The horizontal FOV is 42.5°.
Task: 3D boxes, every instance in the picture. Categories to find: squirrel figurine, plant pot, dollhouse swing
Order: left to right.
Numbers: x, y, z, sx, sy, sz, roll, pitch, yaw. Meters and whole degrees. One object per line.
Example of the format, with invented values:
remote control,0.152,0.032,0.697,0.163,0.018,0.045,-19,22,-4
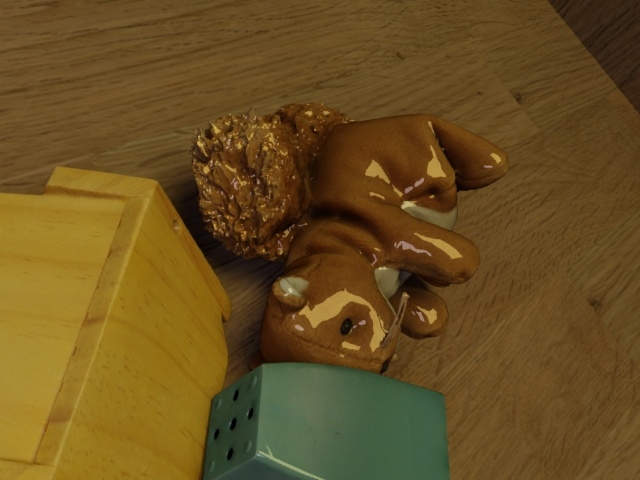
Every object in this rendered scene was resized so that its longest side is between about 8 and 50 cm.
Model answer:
dollhouse swing,-0.306,0.135,0.834,0.315,0.304,0.347,66,23,-46
plant pot,-0.001,0.235,0.905,0.234,0.165,0.166,26,47,-27
squirrel figurine,0.000,0.000,1.070,0.397,0.281,0.370,33,54,6
